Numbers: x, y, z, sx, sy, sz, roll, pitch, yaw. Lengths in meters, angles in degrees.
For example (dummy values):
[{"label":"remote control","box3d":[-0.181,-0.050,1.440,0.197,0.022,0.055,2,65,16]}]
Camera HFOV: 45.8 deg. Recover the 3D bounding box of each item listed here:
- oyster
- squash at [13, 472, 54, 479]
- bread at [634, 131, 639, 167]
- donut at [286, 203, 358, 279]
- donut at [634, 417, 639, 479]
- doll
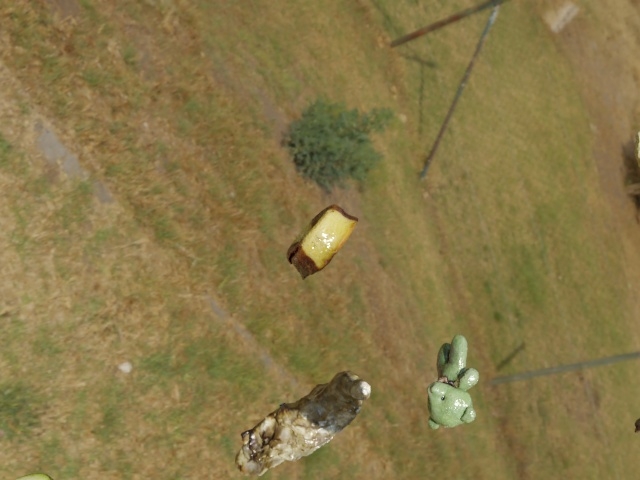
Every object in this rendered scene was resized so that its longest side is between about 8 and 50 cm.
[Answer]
[{"label":"oyster","box3d":[-0.021,0.354,1.598,0.111,0.396,0.204,52,26,-5]},{"label":"squash","box3d":[-0.599,0.559,1.481,0.041,0.219,0.219,55,37,-33]},{"label":"bread","box3d":[0.463,0.025,0.702,0.375,0.165,0.237,29,31,-39]},{"label":"donut","box3d":[0.000,0.000,1.236,0.059,0.140,0.140,42,40,-7]},{"label":"donut","box3d":[0.289,0.216,0.485,0.144,0.186,0.126,-54,128,-27]},{"label":"doll","box3d":[0.204,0.228,1.226,0.077,0.115,0.150,27,53,-23]}]
